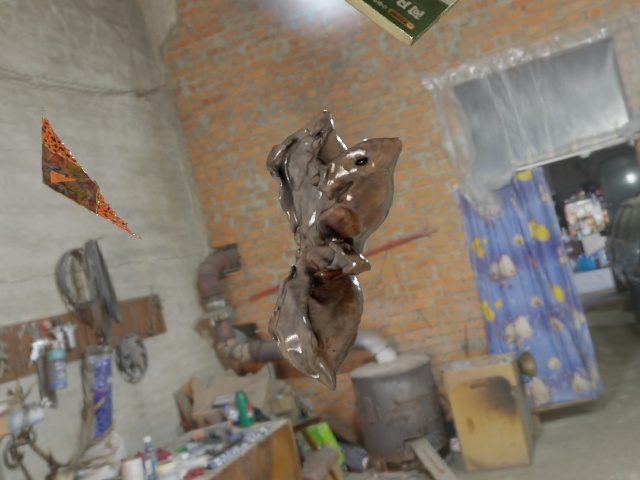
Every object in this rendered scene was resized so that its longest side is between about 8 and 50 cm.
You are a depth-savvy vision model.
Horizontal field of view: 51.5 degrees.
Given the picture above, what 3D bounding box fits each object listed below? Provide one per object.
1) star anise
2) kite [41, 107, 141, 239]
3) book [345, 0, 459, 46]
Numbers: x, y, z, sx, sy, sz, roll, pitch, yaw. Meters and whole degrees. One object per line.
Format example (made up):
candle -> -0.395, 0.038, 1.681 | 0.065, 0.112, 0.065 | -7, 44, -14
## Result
star anise -> 0.001, -0.005, 0.674 | 0.111, 0.257, 0.198 | 7, 6, -19
kite -> -0.344, -0.080, 0.904 | 0.125, 0.222, 0.008 | 2, 44, 37
book -> 0.154, -0.465, 1.141 | 0.264, 0.202, 0.027 | -46, -10, -24
